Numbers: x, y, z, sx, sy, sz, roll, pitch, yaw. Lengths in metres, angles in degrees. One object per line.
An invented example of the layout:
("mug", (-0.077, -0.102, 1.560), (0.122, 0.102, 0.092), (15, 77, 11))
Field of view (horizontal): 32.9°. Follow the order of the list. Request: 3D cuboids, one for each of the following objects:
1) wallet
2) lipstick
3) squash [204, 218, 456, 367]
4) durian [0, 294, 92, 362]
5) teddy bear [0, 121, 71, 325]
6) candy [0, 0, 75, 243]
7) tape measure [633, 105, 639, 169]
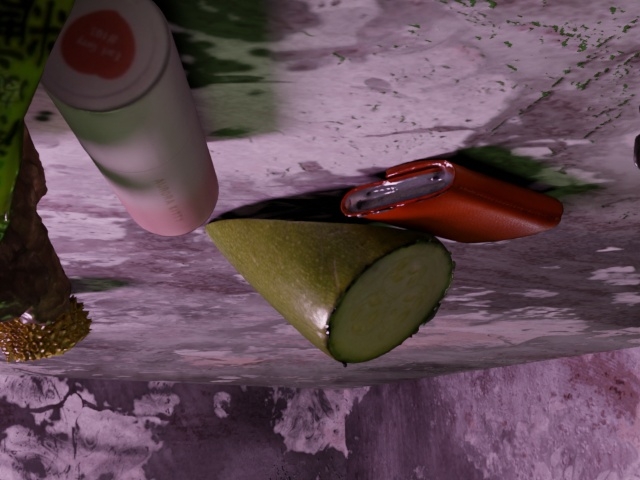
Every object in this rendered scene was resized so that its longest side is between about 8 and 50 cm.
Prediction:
("wallet", (0.138, -0.036, 1.119), (0.142, 0.045, 0.204), (-13, 163, 40))
("lipstick", (-0.132, -0.080, 0.809), (0.087, 0.087, 0.327), (-1, 167, -1))
("squash", (0.000, 0.000, 1.213), (0.189, 0.260, 0.189), (-25, 139, -24))
("durian", (-0.421, 0.106, 1.606), (0.146, 0.102, 0.208), (-13, -159, -33))
("teddy bear", (-0.300, 0.001, 0.803), (0.246, 0.222, 0.296), (33, 143, -23))
("candy", (-0.204, -0.089, 0.564), (0.149, 0.246, 0.069), (6, -152, -37))
("tape measure", (0.372, -0.087, 0.726), (0.245, 0.149, 0.231), (10, 167, -14))
